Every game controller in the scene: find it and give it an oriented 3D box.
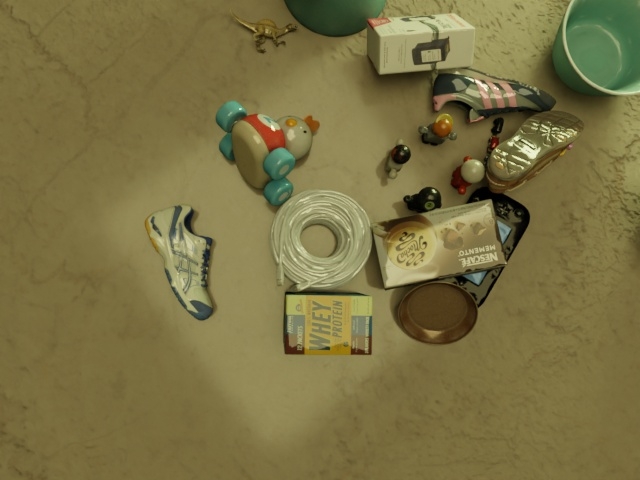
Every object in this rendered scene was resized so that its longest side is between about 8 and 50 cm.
[{"bbox_3d":[0.411,0.019,1.401,0.167,0.067,0.319,32,84,-2],"label":"game controller"}]

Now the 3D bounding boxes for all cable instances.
[{"bbox_3d":[0.000,0.000,1.344,0.258,0.089,0.256,-7,76,-7],"label":"cable"}]

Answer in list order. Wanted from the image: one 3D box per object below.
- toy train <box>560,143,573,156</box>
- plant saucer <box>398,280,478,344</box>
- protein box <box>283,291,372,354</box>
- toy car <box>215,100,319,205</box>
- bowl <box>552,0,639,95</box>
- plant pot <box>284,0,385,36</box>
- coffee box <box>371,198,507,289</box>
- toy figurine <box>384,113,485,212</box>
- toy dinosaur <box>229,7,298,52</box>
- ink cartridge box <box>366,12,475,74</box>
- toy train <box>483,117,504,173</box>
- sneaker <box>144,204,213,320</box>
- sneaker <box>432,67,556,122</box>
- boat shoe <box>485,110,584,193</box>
[{"bbox_3d":[0.602,-0.265,1.445,0.166,0.046,0.125,-39,78,-2],"label":"toy train"},{"bbox_3d":[0.298,0.180,1.362,0.199,0.036,0.198,4,119,7],"label":"plant saucer"},{"bbox_3d":[0.011,0.195,1.292,0.200,0.201,0.135,1,87,-4],"label":"protein box"},{"bbox_3d":[-0.097,-0.253,1.322,0.238,0.210,0.219,-37,70,-23],"label":"toy car"},{"bbox_3d":[0.748,-0.509,1.409,0.312,0.163,0.311,0,87,-4],"label":"bowl"},{"bbox_3d":[0.047,-0.697,1.352,0.291,0.195,0.289,0,87,-5],"label":"plant pot"},{"bbox_3d":[0.290,0.015,1.333,0.298,0.119,0.167,-11,81,6],"label":"coffee box"},{"bbox_3d":[0.283,-0.189,1.362,0.213,0.148,0.209,-30,89,-5],"label":"toy figurine"},{"bbox_3d":[-0.155,-0.550,1.409,0.183,0.053,0.092,7,71,-11],"label":"toy dinosaur"},{"bbox_3d":[0.249,-0.503,1.358,0.238,0.171,0.100,-6,126,-4],"label":"ink cartridge box"},{"bbox_3d":[0.466,-0.256,1.435,0.027,0.036,0.158,15,86,-3],"label":"toy train"},{"bbox_3d":[-0.319,0.049,1.322,0.131,0.112,0.296,-25,89,-6],"label":"sneaker"},{"bbox_3d":[0.451,-0.363,1.414,0.319,0.112,0.130,16,95,3],"label":"sneaker"},{"bbox_3d":[0.538,-0.227,1.365,0.325,0.116,0.123,-30,61,-19],"label":"boat shoe"}]
